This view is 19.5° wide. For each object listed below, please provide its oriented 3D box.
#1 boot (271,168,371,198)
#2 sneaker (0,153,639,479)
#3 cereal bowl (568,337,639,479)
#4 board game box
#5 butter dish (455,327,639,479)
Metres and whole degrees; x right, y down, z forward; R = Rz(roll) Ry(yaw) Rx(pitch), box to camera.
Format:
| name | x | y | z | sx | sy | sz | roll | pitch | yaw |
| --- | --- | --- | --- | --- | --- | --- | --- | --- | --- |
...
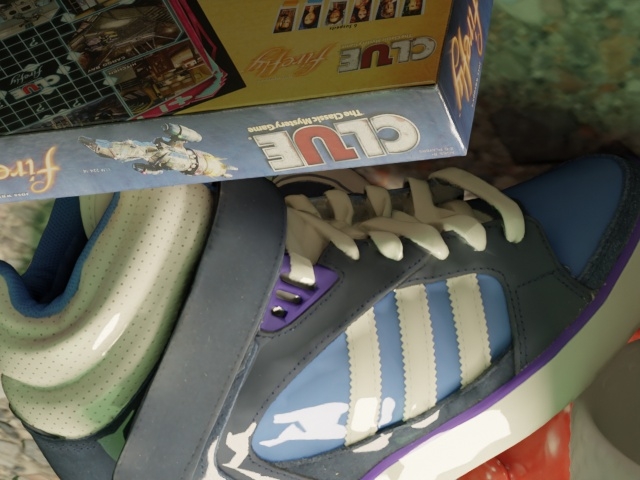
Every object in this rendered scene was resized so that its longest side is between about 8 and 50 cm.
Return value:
| name | x | y | z | sx | sy | sz | roll | pitch | yaw |
| --- | --- | --- | --- | --- | --- | --- | --- | --- | --- |
| boot | 0.041 | 0.038 | 1.014 | 0.190 | 0.086 | 0.069 | 32 | 139 | -25 |
| sneaker | 0.000 | 0.000 | 0.866 | 0.236 | 0.323 | 0.130 | 56 | 171 | -25 |
| cereal bowl | 0.282 | 0.149 | 0.873 | 0.339 | 0.339 | 0.141 | 5 | 104 | 10 |
| board game box | -0.048 | -0.097 | 0.793 | 0.243 | 0.165 | 0.042 | -4 | 139 | 22 |
| butter dish | 0.112 | 0.135 | 1.044 | 0.160 | 0.160 | 0.118 | -13 | 170 | 30 |
